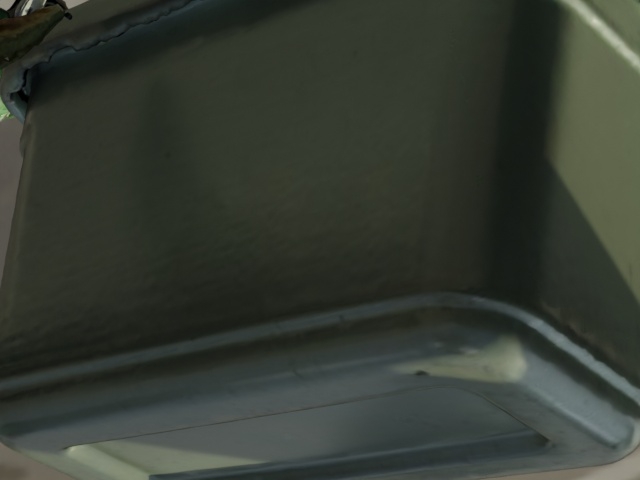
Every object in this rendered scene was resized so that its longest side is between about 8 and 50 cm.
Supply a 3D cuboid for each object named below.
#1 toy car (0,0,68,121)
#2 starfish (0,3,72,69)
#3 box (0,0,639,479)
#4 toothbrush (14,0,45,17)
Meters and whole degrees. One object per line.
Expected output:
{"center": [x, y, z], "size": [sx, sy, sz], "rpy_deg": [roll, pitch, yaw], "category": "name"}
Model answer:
{"center": [-0.410, -0.165, 1.651], "size": [0.213, 0.176, 0.358], "rpy_deg": [-9, 168, 43], "category": "toy car"}
{"center": [-0.244, -0.063, 0.589], "size": [0.347, 0.078, 0.358], "rpy_deg": [-8, 123, -42], "category": "starfish"}
{"center": [0.000, 0.000, 0.674], "size": [0.311, 0.182, 0.175], "rpy_deg": [-13, 146, 39], "category": "box"}
{"center": [-0.178, -0.255, 1.300], "size": [0.017, 0.204, 0.022], "rpy_deg": [34, 174, -28], "category": "toothbrush"}
